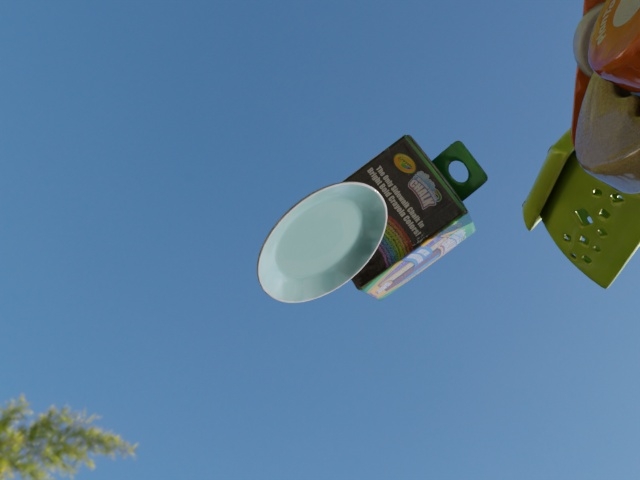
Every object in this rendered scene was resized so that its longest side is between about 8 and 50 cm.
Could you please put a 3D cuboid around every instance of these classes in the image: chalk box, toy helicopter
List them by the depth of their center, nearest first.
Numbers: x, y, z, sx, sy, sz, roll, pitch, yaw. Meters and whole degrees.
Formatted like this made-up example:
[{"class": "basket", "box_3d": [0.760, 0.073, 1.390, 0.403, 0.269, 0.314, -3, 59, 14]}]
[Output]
[{"class": "toy helicopter", "box_3d": [0.256, -0.192, 0.520, 0.140, 0.355, 0.235, 25, -13, -7]}, {"class": "chalk box", "box_3d": [0.154, -0.053, 1.371, 0.289, 0.179, 0.180, -36, -107, 6]}]

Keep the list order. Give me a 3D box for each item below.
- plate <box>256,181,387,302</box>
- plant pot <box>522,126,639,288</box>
[{"class": "plate", "box_3d": [0.000, 0.000, 0.970, 0.024, 0.188, 0.188, 50, -44, 37]}, {"class": "plant pot", "box_3d": [0.499, -0.093, 1.359, 0.207, 0.227, 0.228, 35, -36, 20]}]
